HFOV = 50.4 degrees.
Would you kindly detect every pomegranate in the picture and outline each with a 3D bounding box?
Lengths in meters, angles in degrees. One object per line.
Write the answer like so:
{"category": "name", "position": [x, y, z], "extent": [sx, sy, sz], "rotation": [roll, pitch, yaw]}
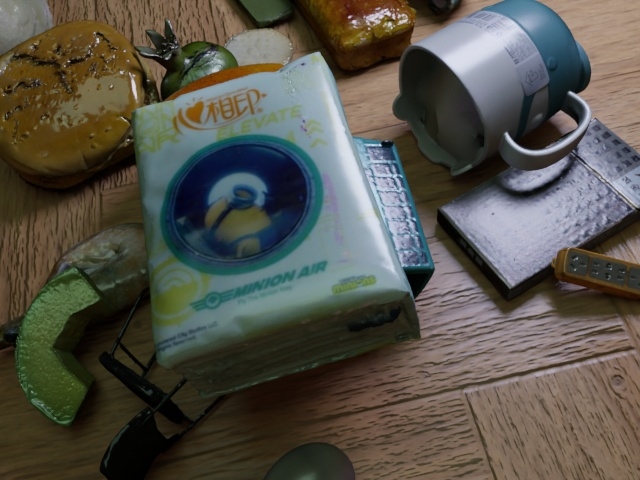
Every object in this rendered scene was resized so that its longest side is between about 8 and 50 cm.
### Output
{"category": "pomegranate", "position": [-0.232, -0.302, 1.215], "extent": [0.131, 0.191, 0.152], "rotation": [-6, 52, 36]}

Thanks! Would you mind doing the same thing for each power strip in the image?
{"category": "power strip", "position": [0.421, 0.050, 0.974], "extent": [0.178, 0.028, 0.049], "rotation": [14, 77, -3]}

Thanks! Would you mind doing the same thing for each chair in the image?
{"category": "chair", "position": [-0.231, 0.205, 0.909], "extent": [0.145, 0.140, 0.221], "rotation": [28, 67, 23]}

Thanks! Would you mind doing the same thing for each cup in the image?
{"category": "cup", "position": [0.293, -0.238, 1.094], "extent": [0.258, 0.219, 0.289], "rotation": [-31, 64, -15]}

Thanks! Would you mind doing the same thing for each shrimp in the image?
{"category": "shrimp", "position": [-0.378, 0.069, 1.060], "extent": [0.317, 0.077, 0.168], "rotation": [-29, 48, -17]}

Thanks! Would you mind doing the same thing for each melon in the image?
{"category": "melon", "position": [-0.360, 0.144, 0.960], "extent": [0.118, 0.064, 0.209], "rotation": [18, 78, -1]}

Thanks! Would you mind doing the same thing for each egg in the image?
{"category": "egg", "position": [-0.018, 0.308, 0.830], "extent": [0.135, 0.103, 0.103], "rotation": [-39, 60, -16]}

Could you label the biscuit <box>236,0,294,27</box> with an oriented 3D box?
{"category": "biscuit", "position": [-0.154, -0.560, 1.469], "extent": [0.099, 0.038, 0.322], "rotation": [-28, 58, -8]}

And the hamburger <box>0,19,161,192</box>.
{"category": "hamburger", "position": [-0.443, -0.242, 1.219], "extent": [0.304, 0.174, 0.284], "rotation": [-32, 70, -6]}

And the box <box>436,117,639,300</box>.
{"category": "box", "position": [0.366, -0.057, 1.064], "extent": [0.325, 0.047, 0.180], "rotation": [-30, 58, -12]}

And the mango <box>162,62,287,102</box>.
{"category": "mango", "position": [-0.112, -0.187, 1.138], "extent": [0.350, 0.199, 0.201], "rotation": [-24, 85, -24]}

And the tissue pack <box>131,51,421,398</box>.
{"category": "tissue pack", "position": [-0.071, -0.029, 0.860], "extent": [0.287, 0.162, 0.388], "rotation": [-16, 57, 0]}

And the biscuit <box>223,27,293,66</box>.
{"category": "biscuit", "position": [-0.125, -0.372, 1.350], "extent": [0.152, 0.020, 0.152], "rotation": [-3, 57, 5]}

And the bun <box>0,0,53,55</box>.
{"category": "bun", "position": [-0.697, -0.443, 1.277], "extent": [0.365, 0.219, 0.365], "rotation": [6, 21, -2]}

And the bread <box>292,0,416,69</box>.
{"category": "bread", "position": [0.044, -0.498, 1.363], "extent": [0.185, 0.109, 0.380], "rotation": [-24, 55, -8]}

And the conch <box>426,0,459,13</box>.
{"category": "conch", "position": [0.194, -0.584, 1.355], "extent": [0.195, 0.277, 0.220], "rotation": [-18, 16, 12]}

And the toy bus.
{"category": "toy bus", "position": [0.070, -0.031, 1.021], "extent": [0.147, 0.128, 0.256], "rotation": [0, 56, -18]}
